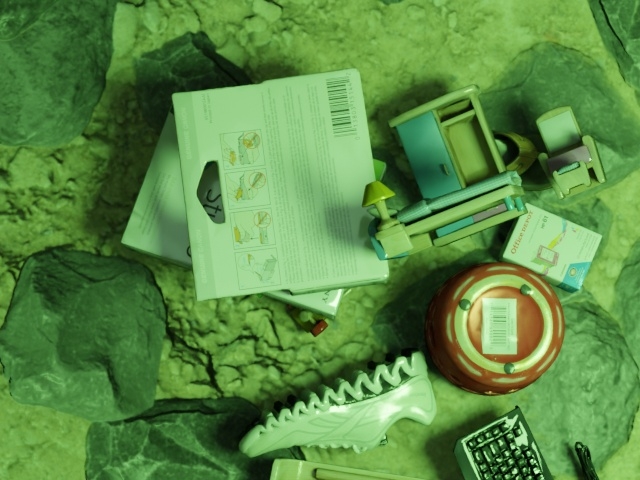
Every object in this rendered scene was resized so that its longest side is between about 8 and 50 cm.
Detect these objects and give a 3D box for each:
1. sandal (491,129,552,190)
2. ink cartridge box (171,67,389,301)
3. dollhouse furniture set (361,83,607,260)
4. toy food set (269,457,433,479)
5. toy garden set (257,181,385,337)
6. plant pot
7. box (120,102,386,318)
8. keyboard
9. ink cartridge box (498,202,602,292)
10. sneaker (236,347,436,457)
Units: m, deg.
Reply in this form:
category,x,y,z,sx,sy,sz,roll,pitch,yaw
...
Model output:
category,x,y,z,sx,sy,sz,roll,pitch,yaw
sandal,0.267,-0.130,1.747,0.219,0.060,0.090,15,83,2
ink cartridge box,-0.055,-0.072,1.637,0.261,0.066,0.296,-7,80,-1
dollhouse furniture set,0.200,-0.118,1.582,0.286,0.303,0.198,-22,86,17
toy food set,0.067,0.433,1.661,0.306,0.092,0.220,9,83,1
toy garden set,0.000,0.000,1.741,0.244,0.049,0.204,-41,83,-5
plant pot,0.246,0.121,1.662,0.191,0.174,0.191,0,83,-2
box,-0.093,-0.049,1.695,0.322,0.058,0.232,18,82,2
keyboard,0.328,0.380,1.665,0.201,0.033,0.317,-26,92,-19
ink cartridge box,0.331,0.011,1.733,0.122,0.052,0.088,23,83,5
sneaker,0.026,0.253,1.683,0.292,0.110,0.118,-21,92,-2
